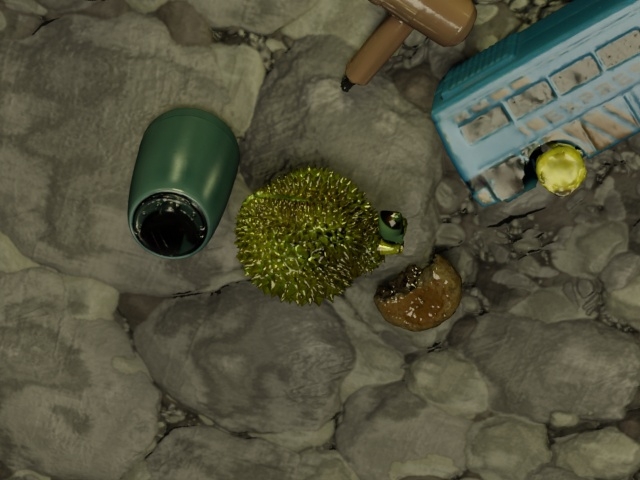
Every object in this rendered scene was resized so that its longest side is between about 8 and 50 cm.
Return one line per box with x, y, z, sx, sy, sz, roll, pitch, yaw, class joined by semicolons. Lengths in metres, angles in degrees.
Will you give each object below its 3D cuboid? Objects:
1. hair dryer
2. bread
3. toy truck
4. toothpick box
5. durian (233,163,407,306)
0.081;-0.228;1.756;0.117;0.064;0.181;31;128;-16;hair dryer
0.127;0.068;1.936;0.113;0.060;0.082;-26;116;22;bread
0.313;-0.184;1.703;0.385;0.161;0.162;-28;107;22;toy truck
-0.161;-0.062;1.802;0.120;0.184;0.120;2;124;4;toothpick box
-0.009;-0.005;1.850;0.198;0.159;0.146;-14;138;-25;durian
